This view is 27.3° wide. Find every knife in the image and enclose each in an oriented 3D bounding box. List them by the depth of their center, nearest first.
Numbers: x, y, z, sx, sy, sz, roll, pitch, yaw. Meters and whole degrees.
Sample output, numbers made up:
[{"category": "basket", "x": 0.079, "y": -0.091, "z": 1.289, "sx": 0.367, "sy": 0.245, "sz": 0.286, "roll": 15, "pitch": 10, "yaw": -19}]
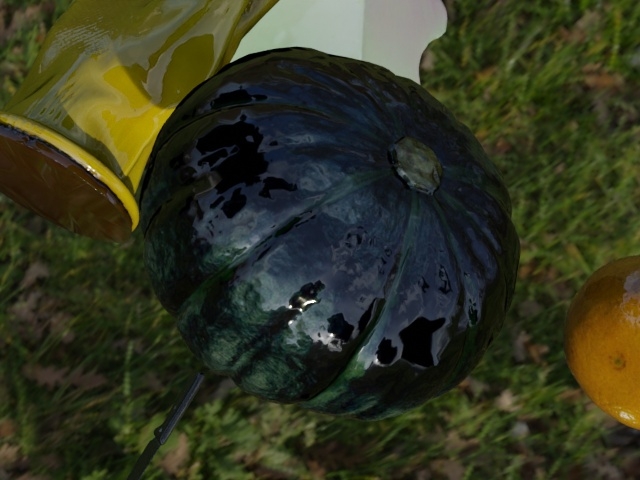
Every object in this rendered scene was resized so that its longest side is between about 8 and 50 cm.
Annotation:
[{"category": "knife", "x": -0.148, "y": 0.185, "z": 1.131, "sx": 0.010, "sy": 0.023, "sz": 0.170, "roll": 37, "pitch": 77, "yaw": -25}]

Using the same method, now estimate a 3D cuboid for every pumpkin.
[{"category": "pumpkin", "x": 0.006, "y": -0.007, "z": 0.635, "sx": 0.194, "sy": 0.150, "sz": 0.194, "roll": 22, "pitch": 62, "yaw": -50}]

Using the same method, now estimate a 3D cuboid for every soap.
[{"category": "soap", "x": -0.020, "y": -0.169, "z": 1.226, "sx": 0.261, "sy": 0.446, "sz": 0.156, "roll": 5, "pitch": 95, "yaw": 0}]

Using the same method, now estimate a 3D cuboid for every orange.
[{"category": "orange", "x": 0.290, "y": 0.087, "z": 1.147, "sx": 0.124, "sy": 0.156, "sz": 0.156, "roll": -24, "pitch": 81, "yaw": -44}]

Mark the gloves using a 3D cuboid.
[{"category": "gloves", "x": -0.098, "y": -0.151, "z": 0.818, "sx": 0.133, "sy": 0.116, "sz": 0.294, "roll": 25, "pitch": 69, "yaw": 10}]
